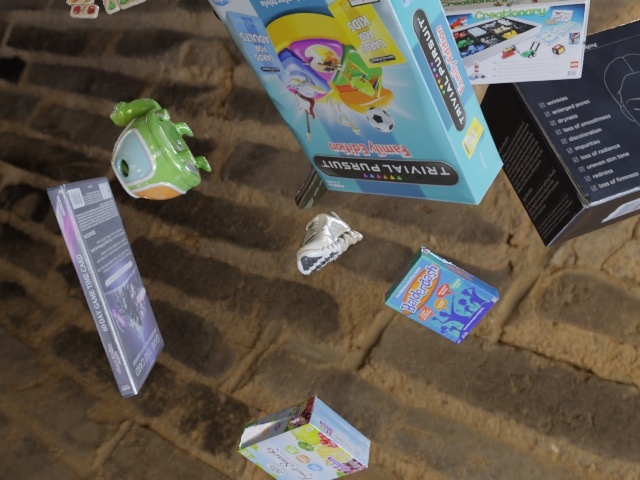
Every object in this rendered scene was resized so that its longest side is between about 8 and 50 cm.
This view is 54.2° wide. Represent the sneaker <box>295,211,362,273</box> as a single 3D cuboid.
[{"bbox_3d":[0.000,0.000,1.541,0.110,0.118,0.292,-38,175,23],"label":"sneaker"}]

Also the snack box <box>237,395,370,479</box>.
[{"bbox_3d":[-0.034,0.415,1.261,0.207,0.174,0.070,-31,-153,33],"label":"snack box"}]

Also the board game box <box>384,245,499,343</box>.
[{"bbox_3d":[0.281,0.131,1.460,0.210,0.160,0.047,29,-152,-7],"label":"board game box"}]

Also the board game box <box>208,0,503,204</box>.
[{"bbox_3d":[0.044,-0.194,0.753,0.254,0.336,0.079,10,-125,44],"label":"board game box"}]

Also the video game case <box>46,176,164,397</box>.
[{"bbox_3d":[-0.282,0.051,0.851,0.026,0.274,0.196,-16,-171,-2],"label":"video game case"}]

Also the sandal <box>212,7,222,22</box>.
[{"bbox_3d":[-0.251,-0.630,1.669,0.076,0.101,0.265,0,-153,-4],"label":"sandal"}]

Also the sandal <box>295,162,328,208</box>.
[{"bbox_3d":[0.013,-0.162,1.289,0.060,0.219,0.090,46,-160,30],"label":"sandal"}]

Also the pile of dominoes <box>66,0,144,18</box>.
[{"bbox_3d":[-0.461,-0.584,1.300,0.196,0.040,0.251,-21,-108,2],"label":"pile of dominoes"}]

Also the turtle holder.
[{"bbox_3d":[-0.496,-0.266,1.819,0.228,0.320,0.243,-31,-163,5],"label":"turtle holder"}]

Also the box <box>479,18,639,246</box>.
[{"bbox_3d":[0.774,-0.302,1.751,0.480,0.297,0.471,-18,-110,-9],"label":"box"}]

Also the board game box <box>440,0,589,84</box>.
[{"bbox_3d":[0.412,-0.436,1.364,0.306,0.193,0.053,1,-129,16],"label":"board game box"}]
